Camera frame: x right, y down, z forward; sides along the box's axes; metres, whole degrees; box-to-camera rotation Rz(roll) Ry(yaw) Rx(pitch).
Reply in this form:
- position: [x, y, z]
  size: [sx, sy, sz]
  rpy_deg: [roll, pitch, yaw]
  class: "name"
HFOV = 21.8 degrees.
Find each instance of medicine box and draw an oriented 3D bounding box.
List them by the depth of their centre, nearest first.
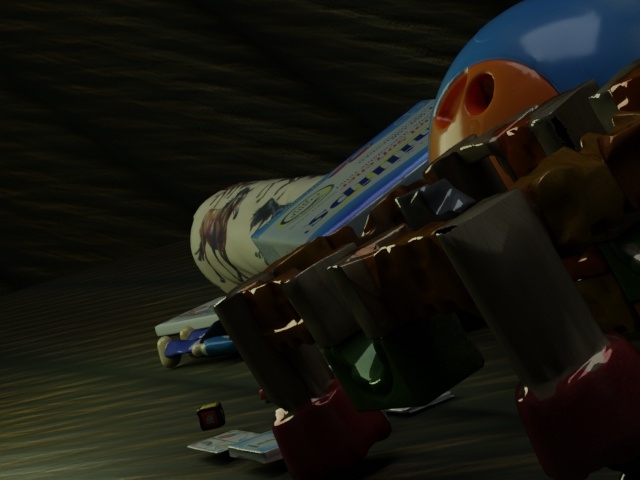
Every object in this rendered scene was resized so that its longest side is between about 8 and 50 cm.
- position: [0.096, -0.022, 1.761]
  size: [0.263, 0.149, 0.289]
  rpy_deg: [-39, 10, -11]
  class: "medicine box"

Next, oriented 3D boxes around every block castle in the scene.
- position: [0.149, 0.042, 1.129]
  size: [0.303, 0.213, 0.453]
  rpy_deg: [-34, 6, -24]
  class: "block castle"

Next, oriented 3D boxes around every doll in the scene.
- position: [-0.108, 0.114, 1.958]
  size: [0.129, 0.046, 0.189]
  rpy_deg: [-24, 8, -40]
  class: "doll"

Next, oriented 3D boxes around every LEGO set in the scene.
- position: [-0.021, 0.138, 1.452]
  size: [0.182, 0.060, 0.244]
  rpy_deg: [-17, 4, -25]
  class: "LEGO set"

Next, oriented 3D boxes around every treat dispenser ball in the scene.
- position: [0.238, -0.081, 1.462]
  size: [0.288, 0.288, 0.288]
  rpy_deg: [-18, 6, 2]
  class: "treat dispenser ball"

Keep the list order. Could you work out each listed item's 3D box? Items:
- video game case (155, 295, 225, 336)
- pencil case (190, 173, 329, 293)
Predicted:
- position: [-0.130, 0.096, 2.317]
  size: [0.157, 0.019, 0.143]
  rpy_deg: [-13, 7, 41]
  class: "video game case"
- position: [0.000, 0.000, 2.082]
  size: [0.183, 0.160, 0.410]
  rpy_deg: [26, -14, -27]
  class: "pencil case"
